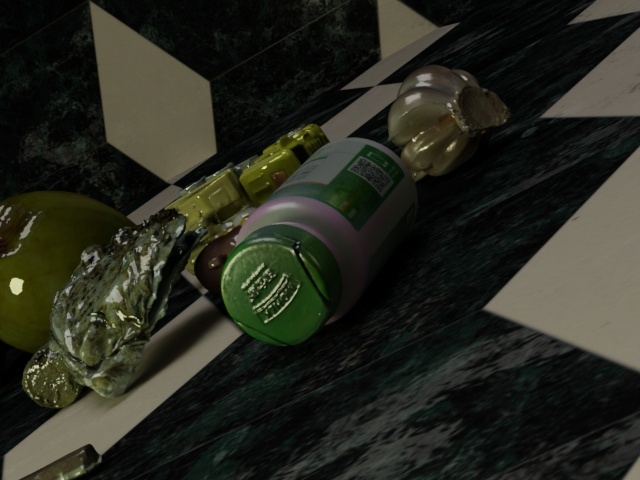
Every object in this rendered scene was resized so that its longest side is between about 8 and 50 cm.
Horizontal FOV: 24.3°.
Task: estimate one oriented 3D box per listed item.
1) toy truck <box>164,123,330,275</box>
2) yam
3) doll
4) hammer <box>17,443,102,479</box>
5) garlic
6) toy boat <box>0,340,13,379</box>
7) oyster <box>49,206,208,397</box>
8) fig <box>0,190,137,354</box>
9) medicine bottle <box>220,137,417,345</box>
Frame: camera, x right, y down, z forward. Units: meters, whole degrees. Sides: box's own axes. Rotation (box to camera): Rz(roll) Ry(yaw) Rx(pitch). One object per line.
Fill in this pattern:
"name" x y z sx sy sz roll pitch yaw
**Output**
"toy truck" -0.103 -0.044 2.014 0.272 0.124 0.157 -26 10 31
"yam" -0.309 0.147 1.826 0.078 0.078 0.179 -29 9 11
"doll" -0.077 0.010 1.775 0.145 0.096 0.188 -21 1 12
"hammer" -0.335 0.267 1.428 0.297 0.027 0.125 -28 15 18
"garlic" 0.133 -0.132 1.808 0.131 0.127 0.194 -42 -5 -36
"toy boat" -0.516 0.168 2.212 0.135 0.162 0.445 9 18 4
"oyster" -0.226 0.074 1.733 0.198 0.112 0.268 -11 38 52
"fig" -0.364 0.041 2.132 0.271 0.240 0.239 -8 1 -21
"medicine bottle" 0.000 0.000 1.450 0.133 0.133 0.274 -26 11 26
